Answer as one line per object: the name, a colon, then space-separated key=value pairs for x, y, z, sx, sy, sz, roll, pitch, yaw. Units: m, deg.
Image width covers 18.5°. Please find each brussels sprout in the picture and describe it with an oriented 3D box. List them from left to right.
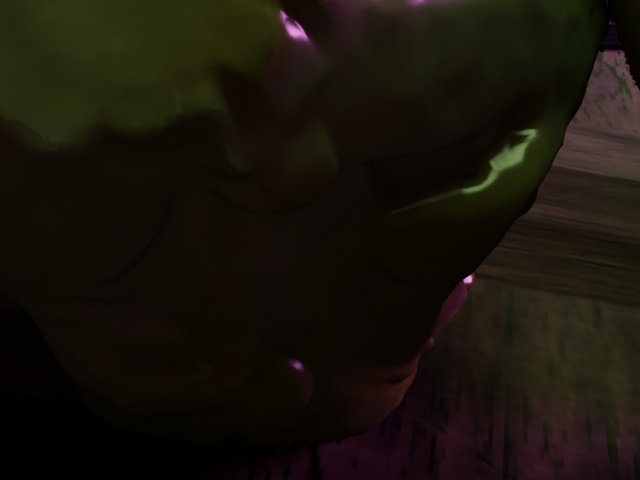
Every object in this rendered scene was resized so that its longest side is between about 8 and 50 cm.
brussels sprout: x=-0.023 y=-0.091 z=0.704 sx=0.268 sy=0.344 sz=0.344 roll=-32 pitch=17 yaw=10

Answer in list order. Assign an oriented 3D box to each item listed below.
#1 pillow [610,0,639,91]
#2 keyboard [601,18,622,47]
pillow: x=0.215 y=0.028 z=0.623 sx=0.119 sy=0.310 sz=0.312 roll=-35 pitch=23 yaw=2
keyboard: x=0.250 y=-0.157 z=1.501 sx=0.204 sy=0.013 sz=0.061 roll=-2 pitch=21 yaw=-29
